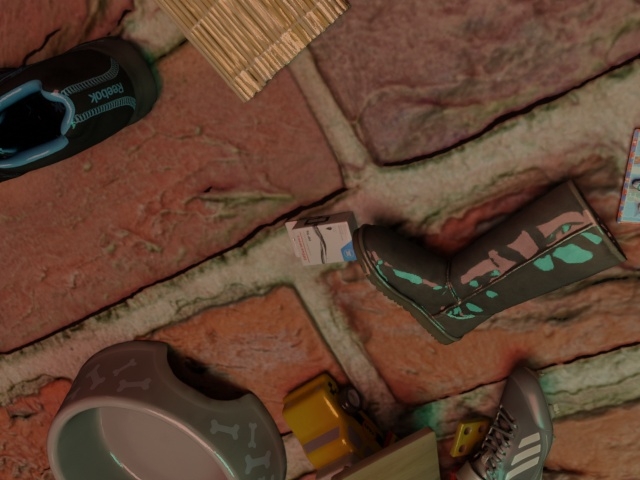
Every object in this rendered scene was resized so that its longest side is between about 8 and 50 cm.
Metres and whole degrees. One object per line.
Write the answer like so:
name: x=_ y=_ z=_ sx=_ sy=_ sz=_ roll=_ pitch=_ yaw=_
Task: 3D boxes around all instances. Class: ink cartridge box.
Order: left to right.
ink cartridge box: x=0.000 y=0.000 z=0.702 sx=0.083 sy=0.028 sz=0.048 roll=-8 pitch=113 yaw=22

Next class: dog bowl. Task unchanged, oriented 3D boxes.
dog bowl: x=-0.228 y=0.314 z=0.897 sx=0.349 sy=0.102 sz=0.349 roll=8 pitch=119 yaw=14

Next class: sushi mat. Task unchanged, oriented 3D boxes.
sushi mat: x=-0.128 y=-0.295 z=0.598 sx=0.151 sy=0.019 sz=0.316 roll=-36 pitch=101 yaw=30

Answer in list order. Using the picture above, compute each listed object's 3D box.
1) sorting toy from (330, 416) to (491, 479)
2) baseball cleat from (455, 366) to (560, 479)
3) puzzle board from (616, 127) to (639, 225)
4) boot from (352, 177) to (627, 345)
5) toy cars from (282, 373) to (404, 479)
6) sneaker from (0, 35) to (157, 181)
sorting toy: x=0.082 y=0.286 z=0.745 sx=0.274 sy=0.046 sz=0.132 roll=-21 pitch=118 yaw=-20
baseball cleat: x=0.210 y=0.242 z=0.721 sx=0.109 sy=0.072 sz=0.206 roll=-14 pitch=115 yaw=-10
puzzle board: x=0.348 y=-0.053 z=0.575 sx=0.128 sy=0.011 sz=0.096 roll=5 pitch=118 yaw=16
boot: x=0.163 y=0.006 z=0.628 sx=0.189 sy=0.076 sz=0.208 roll=39 pitch=129 yaw=-21
toy cars: x=0.033 y=0.361 z=0.844 sx=0.176 sy=0.087 sz=0.394 roll=5 pitch=118 yaw=15
sneaker: x=-0.349 y=-0.128 z=0.684 sx=0.341 sy=0.139 sz=0.125 roll=-16 pitch=112 yaw=26
